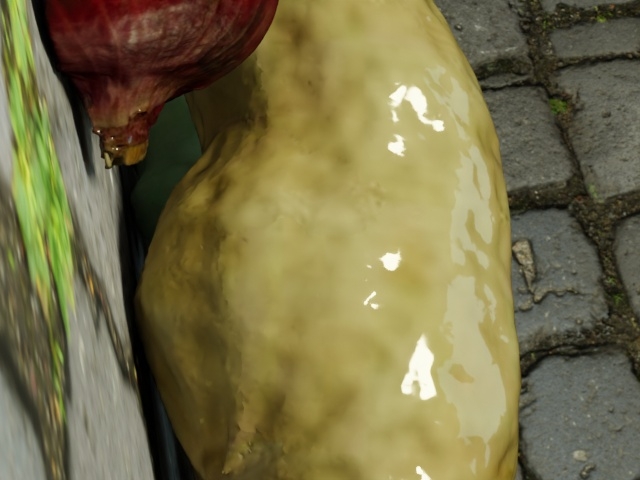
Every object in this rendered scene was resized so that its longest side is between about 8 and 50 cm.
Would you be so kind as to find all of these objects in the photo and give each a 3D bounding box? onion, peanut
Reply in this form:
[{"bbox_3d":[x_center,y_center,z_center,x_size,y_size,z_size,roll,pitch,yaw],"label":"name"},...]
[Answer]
[{"bbox_3d":[-0.065,-0.112,0.581,0.206,0.098,0.151,-155,-126,-86],"label":"onion"},{"bbox_3d":[0.000,0.000,0.699,0.169,0.192,0.387,131,-40,-62],"label":"peanut"}]

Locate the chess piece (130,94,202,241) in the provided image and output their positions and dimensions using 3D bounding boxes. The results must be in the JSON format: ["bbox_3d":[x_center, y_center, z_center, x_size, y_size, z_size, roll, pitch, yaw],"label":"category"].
[{"bbox_3d":[-0.043,0.038,0.852,0.176,0.175,0.298,165,-98,-87],"label":"chess piece"}]
